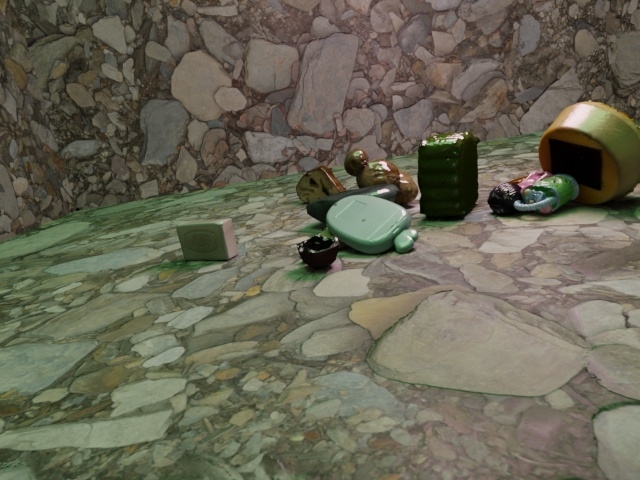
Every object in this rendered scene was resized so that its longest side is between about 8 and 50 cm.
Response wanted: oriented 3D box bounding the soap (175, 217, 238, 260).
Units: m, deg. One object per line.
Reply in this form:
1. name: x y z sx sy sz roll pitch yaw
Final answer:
1. soap: -0.348 -0.003 1.404 0.182 0.122 0.063 -2 15 28

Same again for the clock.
1. clock: 0.612 -0.132 1.333 0.195 0.100 0.194 -21 17 -12

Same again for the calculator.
1. calculator: 0.139 -0.048 1.252 0.184 0.042 0.295 -42 46 -23

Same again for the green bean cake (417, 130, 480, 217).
1. green bean cake: 0.409 -0.213 1.459 0.156 0.250 0.247 1 19 32

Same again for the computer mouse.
1. computer mouse: 0.105 -0.108 1.513 0.188 0.122 0.370 -21 14 -36

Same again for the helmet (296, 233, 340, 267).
1. helmet: -0.001 0.033 1.150 0.098 0.071 0.123 -27 29 -33

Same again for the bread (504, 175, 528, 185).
1. bread: 0.699 -0.180 1.531 0.193 0.064 0.193 -14 10 3

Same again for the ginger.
1. ginger: 0.217 -0.222 1.648 0.244 0.155 0.304 38 5 37

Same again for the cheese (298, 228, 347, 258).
1. cheese: 0.009 0.012 1.272 0.096 0.038 0.192 16 30 36

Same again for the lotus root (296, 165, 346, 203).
1. lotus root: 0.002 -0.243 2.017 0.260 0.171 0.074 -3 12 41

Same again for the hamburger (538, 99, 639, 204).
1. hamburger: 0.772 -0.248 1.291 0.176 0.300 0.300 -33 19 -9

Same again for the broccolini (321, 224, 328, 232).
1. broccolini: 0.001 0.001 1.353 0.044 0.042 0.218 -33 9 27
